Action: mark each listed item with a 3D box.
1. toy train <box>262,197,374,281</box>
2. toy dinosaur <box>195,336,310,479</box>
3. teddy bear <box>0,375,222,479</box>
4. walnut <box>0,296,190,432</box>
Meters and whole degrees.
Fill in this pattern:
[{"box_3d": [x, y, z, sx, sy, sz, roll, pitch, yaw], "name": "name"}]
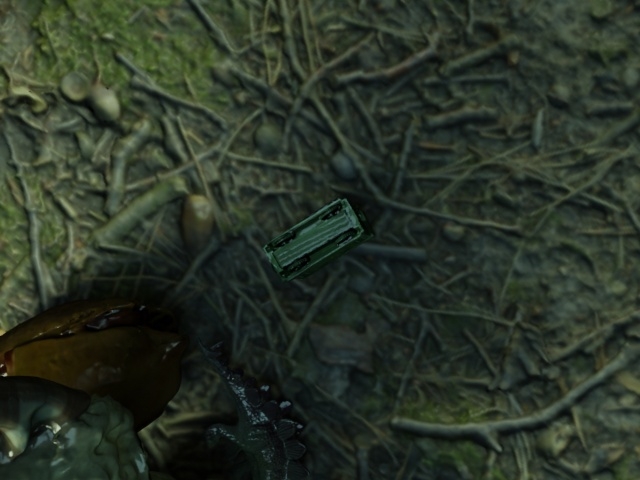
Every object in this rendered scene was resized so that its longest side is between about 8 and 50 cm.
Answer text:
[{"box_3d": [0.000, 0.000, 1.327, 0.093, 0.056, 0.038, -32, 79, 14], "name": "toy train"}, {"box_3d": [-0.059, 0.167, 1.380, 0.082, 0.039, 0.209, -21, 109, 10], "name": "toy dinosaur"}, {"box_3d": [-0.165, 0.298, 1.223, 0.327, 0.362, 0.375, -29, 78, 5], "name": "teddy bear"}, {"box_3d": [-0.215, 0.125, 1.357, 0.245, 0.137, 0.137, -19, 99, 16], "name": "walnut"}]
